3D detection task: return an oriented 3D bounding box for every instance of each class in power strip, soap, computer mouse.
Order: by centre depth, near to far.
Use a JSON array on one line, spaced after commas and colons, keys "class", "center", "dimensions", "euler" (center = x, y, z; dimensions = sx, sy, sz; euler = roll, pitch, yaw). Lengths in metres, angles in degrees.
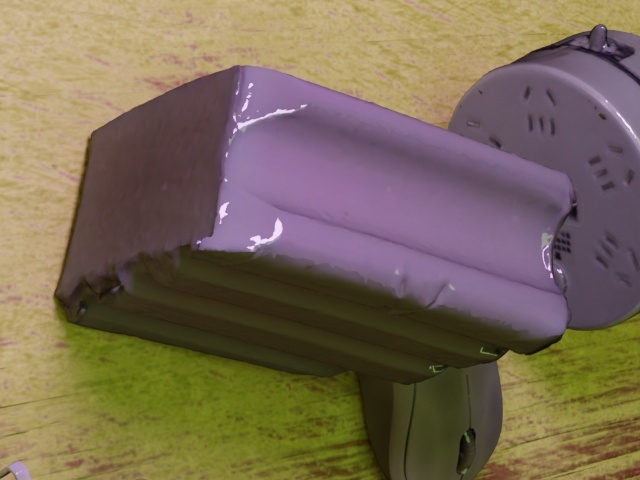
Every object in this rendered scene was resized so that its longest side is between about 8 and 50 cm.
[{"class": "soap", "center": [0.000, 0.000, 1.986], "dimensions": [0.435, 0.350, 0.213], "euler": [17, 66, -29]}, {"class": "computer mouse", "center": [0.136, 0.156, 2.240], "dimensions": [0.184, 0.121, 0.297], "euler": [-15, 93, -40]}, {"class": "power strip", "center": [0.314, -0.082, 2.266], "dimensions": [0.161, 0.357, 0.357], "euler": [-26, 101, -39]}]

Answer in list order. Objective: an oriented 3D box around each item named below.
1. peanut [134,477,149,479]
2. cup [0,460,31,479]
[{"class": "peanut", "center": [-0.225, 0.367, 1.914], "dimensions": [0.298, 0.120, 0.136], "euler": [-62, 153, -25]}, {"class": "cup", "center": [-0.297, 0.267, 1.877], "dimensions": [0.074, 0.116, 0.104], "euler": [-26, 102, -37]}]
